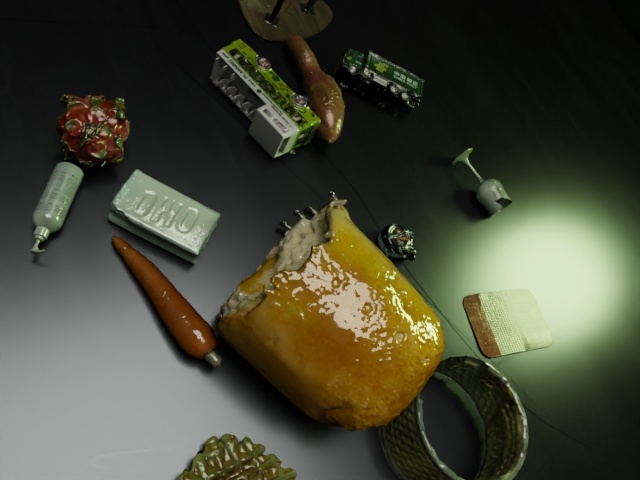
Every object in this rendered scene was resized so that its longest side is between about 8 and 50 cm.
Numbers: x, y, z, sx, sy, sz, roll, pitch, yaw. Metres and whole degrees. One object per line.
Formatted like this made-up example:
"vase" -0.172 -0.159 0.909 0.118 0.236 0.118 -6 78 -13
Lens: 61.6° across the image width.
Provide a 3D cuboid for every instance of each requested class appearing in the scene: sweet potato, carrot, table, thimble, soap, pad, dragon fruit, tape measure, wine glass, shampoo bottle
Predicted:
"sweet potato" -0.009 -0.408 1.434 0.109 0.109 0.385 0 56 -25
"carrot" -0.297 0.113 1.035 0.069 0.069 0.336 -33 74 -35
"table" -0.057 -0.757 1.511 0.317 0.249 0.317 11 59 -19
"thimble" 0.269 0.375 1.096 0.270 0.150 0.271 12 59 -20
"soap" -0.320 -0.049 1.105 0.198 0.063 0.115 27 56 -9
"pad" 0.476 0.126 1.392 0.249 0.055 0.323 -4 82 -27
"dragon fruit" -0.467 -0.243 1.114 0.137 0.135 0.236 8 39 -22
"tape measure" 0.189 0.002 1.326 0.094 0.054 0.091 16 56 -25
"wine glass" 0.461 -0.165 1.534 0.079 0.079 0.195 -26 75 -34
"shampoo bottle" -0.512 -0.059 1.024 0.056 0.056 0.195 18 57 -15

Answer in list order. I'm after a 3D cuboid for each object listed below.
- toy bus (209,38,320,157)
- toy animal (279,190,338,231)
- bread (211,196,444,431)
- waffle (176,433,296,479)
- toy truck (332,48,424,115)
"toy bus" -0.148 -0.351 1.332 0.302 0.113 0.139 47 54 8
"toy animal" 0.002 -0.002 1.231 0.217 0.073 0.176 -37 89 -41
"bread" 0.042 0.147 1.017 0.394 0.250 0.361 43 71 2
"waffle" -0.149 0.445 0.916 0.207 0.054 0.214 27 49 -6
"toy truck" 0.166 -0.459 1.553 0.259 0.088 0.121 23 57 -14
